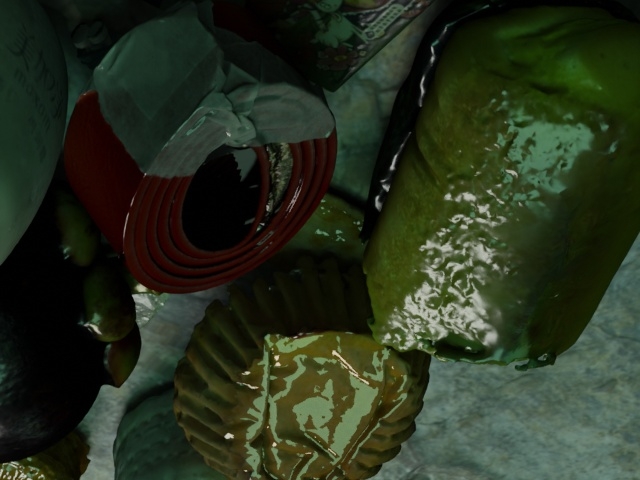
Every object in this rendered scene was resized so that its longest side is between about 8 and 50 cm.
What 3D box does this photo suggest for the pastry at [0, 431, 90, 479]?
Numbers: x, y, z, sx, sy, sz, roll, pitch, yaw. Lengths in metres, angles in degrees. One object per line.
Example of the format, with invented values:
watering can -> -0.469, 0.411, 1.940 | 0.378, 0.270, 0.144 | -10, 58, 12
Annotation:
pastry -> -0.347, 0.258, 2.057 | 0.188, 0.103, 0.189 | -2, 136, -2

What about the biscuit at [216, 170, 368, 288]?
biscuit -> 0.000, 0.000, 1.878 | 0.247, 0.029, 0.118 | 26, 128, -26

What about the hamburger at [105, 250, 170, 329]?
hamburger -> -0.212, 0.054, 1.903 | 0.084, 0.054, 0.121 | 20, 138, -24

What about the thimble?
thimble -> -0.142, 0.273, 2.057 | 0.185, 0.149, 0.211 | 22, 130, -27

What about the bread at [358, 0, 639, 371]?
bread -> 0.176, -0.054, 1.698 | 0.251, 0.208, 0.377 | 20, 129, -2

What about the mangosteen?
mangosteen -> -0.286, 0.070, 1.778 | 0.302, 0.275, 0.275 | -18, 135, -6

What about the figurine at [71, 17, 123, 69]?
figurine -> -0.189, -0.152, 1.701 | 0.060, 0.047, 0.106 | -26, 129, 8

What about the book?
book -> -0.058, -0.247, 1.606 | 0.322, 0.018, 0.228 | 23, 141, -25

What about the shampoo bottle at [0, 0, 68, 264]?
shampoo bottle -> -0.371, -0.106, 1.544 | 0.322, 0.317, 0.322 | 0, 135, 0

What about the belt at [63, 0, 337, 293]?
belt -> -0.105, -0.077, 1.647 | 0.227, 0.115, 0.324 | -33, 156, -11

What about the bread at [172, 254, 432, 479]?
bread -> -0.014, 0.155, 1.884 | 0.274, 0.149, 0.274 | -3, 119, -6
